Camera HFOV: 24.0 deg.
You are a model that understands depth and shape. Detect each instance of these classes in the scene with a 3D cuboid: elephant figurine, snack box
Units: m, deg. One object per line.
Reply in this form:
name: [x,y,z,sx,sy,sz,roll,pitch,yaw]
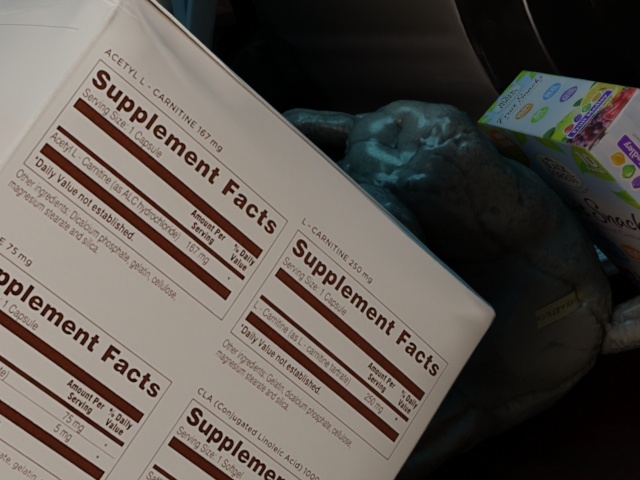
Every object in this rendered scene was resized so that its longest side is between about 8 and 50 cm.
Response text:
elephant figurine: [0.000,0.000,0.667,0.169,0.186,0.239,-45,28,-11]
snack box: [0.144,-0.011,0.650,0.037,0.141,0.100,-49,22,-7]

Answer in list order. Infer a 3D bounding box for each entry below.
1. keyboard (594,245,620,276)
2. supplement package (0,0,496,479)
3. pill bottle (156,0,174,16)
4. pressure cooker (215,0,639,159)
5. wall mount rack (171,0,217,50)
keyboard: [0.196,-0.012,0.746,0.256,0.014,0.072,-19,9,22]
supplement package: [-0.100,0.050,0.441,0.203,0.149,0.194,-56,30,-14]
pill bottle: [-0.225,-0.047,0.571,0.323,0.181,0.181,-37,24,-23]
pressure cooker: [0.132,-0.211,0.977,0.370,0.375,0.420,0,7,-28]
wall mount rack: [-0.119,-0.193,0.909,0.131,0.350,0.304,3,19,-13]
